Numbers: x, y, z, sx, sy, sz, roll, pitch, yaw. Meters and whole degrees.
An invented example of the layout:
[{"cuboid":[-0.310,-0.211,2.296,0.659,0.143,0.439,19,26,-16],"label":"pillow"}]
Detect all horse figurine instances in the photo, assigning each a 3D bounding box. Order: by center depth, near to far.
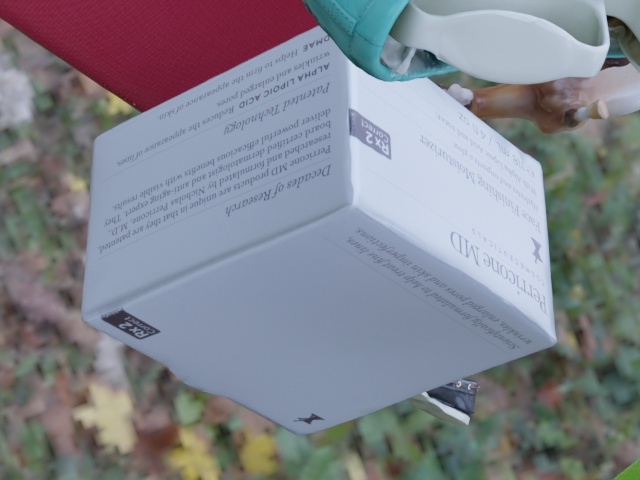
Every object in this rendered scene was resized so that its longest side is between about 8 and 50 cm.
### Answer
[{"cuboid":[0.210,-0.119,1.291,0.263,0.174,0.066,-24,96,-23],"label":"horse figurine"}]

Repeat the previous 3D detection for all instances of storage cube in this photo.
[{"cuboid":[-0.078,-0.204,1.174,0.193,0.215,0.183,34,28,-19],"label":"storage cube"}]

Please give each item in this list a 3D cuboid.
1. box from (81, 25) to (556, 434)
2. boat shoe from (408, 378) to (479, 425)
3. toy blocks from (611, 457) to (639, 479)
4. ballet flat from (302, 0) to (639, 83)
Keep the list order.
[{"cuboid":[0.000,0.000,1.036,0.181,0.182,0.119,33,46,-43],"label":"box"},{"cuboid":[0.080,0.110,1.570,0.133,0.049,0.042,29,76,-47],"label":"boat shoe"},{"cuboid":[0.242,0.132,0.875,0.191,0.381,0.261,50,-14,13],"label":"toy blocks"},{"cuboid":[0.109,-0.095,0.788,0.247,0.083,0.087,-5,52,-24],"label":"ballet flat"}]
